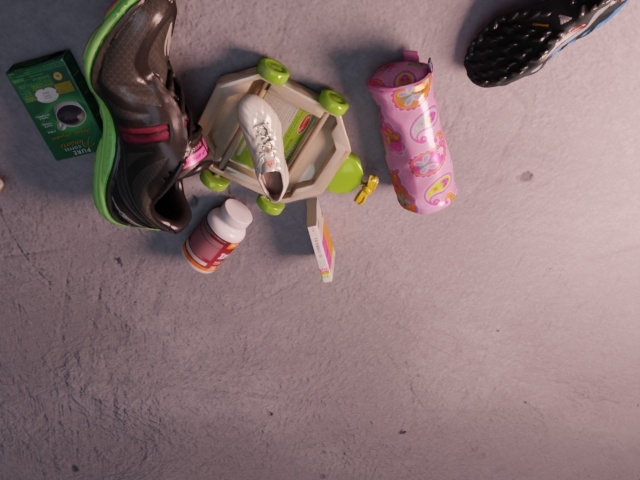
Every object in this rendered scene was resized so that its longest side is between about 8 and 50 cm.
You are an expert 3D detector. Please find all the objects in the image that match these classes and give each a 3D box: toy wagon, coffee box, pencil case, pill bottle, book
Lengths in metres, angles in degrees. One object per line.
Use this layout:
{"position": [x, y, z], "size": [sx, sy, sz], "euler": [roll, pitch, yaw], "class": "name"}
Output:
{"position": [-0.054, -0.168, 1.230], "size": [0.345, 0.068, 0.267], "euler": [23, 124, -18], "class": "toy wagon"}
{"position": [-0.459, -0.236, 1.188], "size": [0.113, 0.040, 0.184], "euler": [-13, 126, 10], "class": "coffee box"}
{"position": [0.168, -0.185, 1.191], "size": [0.124, 0.124, 0.284], "euler": [-13, 126, 9], "class": "pencil case"}
{"position": [-0.205, -0.010, 1.336], "size": [0.086, 0.086, 0.152], "euler": [31, 121, -22], "class": "pill bottle"}
{"position": [0.000, 0.000, 1.340], "size": [0.035, 0.096, 0.144], "euler": [-10, 127, 7], "class": "book"}

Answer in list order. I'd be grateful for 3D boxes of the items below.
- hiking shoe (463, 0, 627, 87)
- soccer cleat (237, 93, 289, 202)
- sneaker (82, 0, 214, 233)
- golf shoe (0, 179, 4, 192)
{"position": [0.376, -0.339, 1.076], "size": [0.132, 0.113, 0.304], "euler": [-10, 165, -48], "class": "hiking shoe"}
{"position": [-0.093, -0.156, 1.146], "size": [0.068, 0.076, 0.196], "euler": [-11, 127, 7], "class": "soccer cleat"}
{"position": [-0.265, -0.203, 1.114], "size": [0.202, 0.185, 0.482], "euler": [22, 137, 7], "class": "sneaker"}
{"position": [-0.696, -0.118, 1.259], "size": [0.186, 0.067, 0.085], "euler": [5, 126, -4], "class": "golf shoe"}
